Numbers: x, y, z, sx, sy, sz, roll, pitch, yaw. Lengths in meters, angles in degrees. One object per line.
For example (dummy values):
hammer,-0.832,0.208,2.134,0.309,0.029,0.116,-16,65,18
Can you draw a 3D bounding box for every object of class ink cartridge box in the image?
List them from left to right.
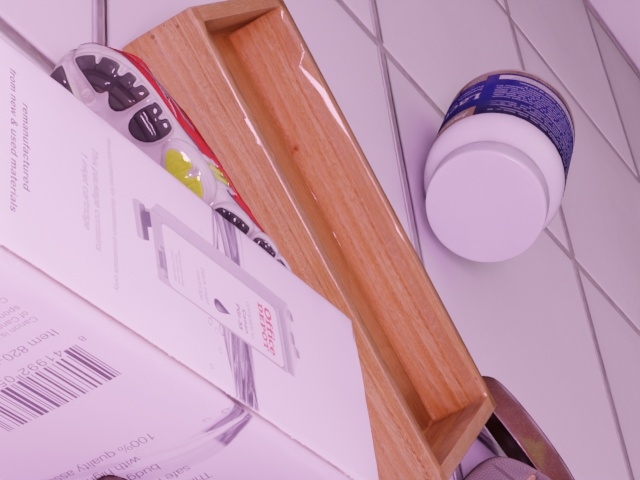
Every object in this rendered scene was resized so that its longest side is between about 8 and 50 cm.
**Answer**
ink cartridge box,-0.134,0.061,0.715,0.283,0.207,0.117,41,31,-44

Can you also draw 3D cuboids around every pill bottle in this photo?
pill bottle,0.195,-0.082,1.689,0.153,0.153,0.264,58,22,-13

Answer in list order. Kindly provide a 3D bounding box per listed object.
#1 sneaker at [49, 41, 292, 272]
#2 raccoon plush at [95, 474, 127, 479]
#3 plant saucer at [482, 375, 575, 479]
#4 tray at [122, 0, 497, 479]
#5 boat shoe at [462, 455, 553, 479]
sneaker,-0.086,-0.016,1.063,0.279,0.107,0.118,62,12,-10
raccoon plush,0.002,0.300,0.611,0.299,0.216,0.446,6,44,-45
plant saucer,0.188,0.187,1.438,0.168,0.029,0.168,52,-5,6
tray,0.000,0.000,1.270,0.411,0.076,0.203,63,21,-3
boat shoe,0.221,0.337,1.356,0.324,0.123,0.116,57,-13,7
